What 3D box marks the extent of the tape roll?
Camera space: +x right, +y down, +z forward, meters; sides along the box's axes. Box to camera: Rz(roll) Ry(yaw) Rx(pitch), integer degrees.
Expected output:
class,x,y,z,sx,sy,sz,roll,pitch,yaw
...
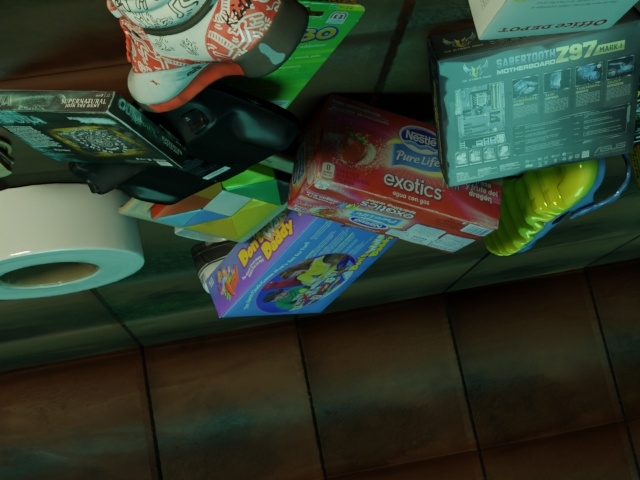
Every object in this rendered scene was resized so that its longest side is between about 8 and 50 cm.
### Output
class,x,y,z,sx,sy,sz,roll,pitch,yaw
tape roll,-0.412,0.007,1.323,0.286,0.100,0.286,-10,167,-2

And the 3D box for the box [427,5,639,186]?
class,x,y,z,sx,sy,sz,roll,pitch,yaw
box,0.248,-0.168,1.028,0.232,0.059,0.183,-12,133,2

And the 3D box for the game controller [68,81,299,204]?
class,x,y,z,sx,sy,sz,roll,pitch,yaw
game controller,-0.166,-0.108,1.025,0.166,0.067,0.319,7,165,-37

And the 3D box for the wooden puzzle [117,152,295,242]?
class,x,y,z,sx,sy,sz,roll,pitch,yaw
wooden puzzle,-0.134,-0.063,1.249,0.221,0.044,0.238,14,145,-41

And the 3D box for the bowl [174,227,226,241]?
class,x,y,z,sx,sy,sz,roll,pitch,yaw
bowl,-0.152,-0.045,1.424,0.142,0.053,0.142,-17,166,26

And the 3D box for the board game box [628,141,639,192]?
class,x,y,z,sx,sy,sz,roll,pitch,yaw
board game box,0.775,-0.066,1.437,0.356,0.356,0.356,-10,167,-4

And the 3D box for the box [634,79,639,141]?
class,x,y,z,sx,sy,sz,roll,pitch,yaw
box,0.361,-0.188,1.200,0.321,0.079,0.257,-12,165,6

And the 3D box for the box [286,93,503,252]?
class,x,y,z,sx,sy,sz,roll,pitch,yaw
box,0.099,-0.082,1.165,0.256,0.123,0.128,15,160,-16

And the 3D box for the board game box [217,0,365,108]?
class,x,y,z,sx,sy,sz,roll,pitch,yaw
board game box,-0.060,-0.191,0.918,0.124,0.039,0.259,-3,167,-24

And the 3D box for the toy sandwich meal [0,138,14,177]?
class,x,y,z,sx,sy,sz,roll,pitch,yaw
toy sandwich meal,-0.403,-0.097,1.044,0.085,0.029,0.085,-11,167,-2

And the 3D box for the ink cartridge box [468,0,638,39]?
class,x,y,z,sx,sy,sz,roll,pitch,yaw
ink cartridge box,0.192,-0.251,0.671,0.128,0.127,0.176,-7,166,-14

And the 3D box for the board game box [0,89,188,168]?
class,x,y,z,sx,sy,sz,roll,pitch,yaw
board game box,-0.246,-0.115,0.911,0.186,0.026,0.126,6,162,29

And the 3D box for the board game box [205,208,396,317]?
class,x,y,z,sx,sy,sz,roll,pitch,yaw
board game box,0.000,0.000,1.455,0.233,0.078,0.347,1,144,-44

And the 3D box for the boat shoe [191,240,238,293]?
class,x,y,z,sx,sy,sz,roll,pitch,yaw
boat shoe,-0.086,0.007,1.605,0.301,0.102,0.108,-17,151,-18

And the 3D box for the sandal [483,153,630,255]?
class,x,y,z,sx,sy,sz,roll,pitch,yaw
sandal,0.336,-0.063,1.288,0.138,0.126,0.317,-10,169,-22

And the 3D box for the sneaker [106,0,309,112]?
class,x,y,z,sx,sy,sz,roll,pitch,yaw
sneaker,-0.136,-0.193,0.749,0.145,0.090,0.270,36,161,-29
